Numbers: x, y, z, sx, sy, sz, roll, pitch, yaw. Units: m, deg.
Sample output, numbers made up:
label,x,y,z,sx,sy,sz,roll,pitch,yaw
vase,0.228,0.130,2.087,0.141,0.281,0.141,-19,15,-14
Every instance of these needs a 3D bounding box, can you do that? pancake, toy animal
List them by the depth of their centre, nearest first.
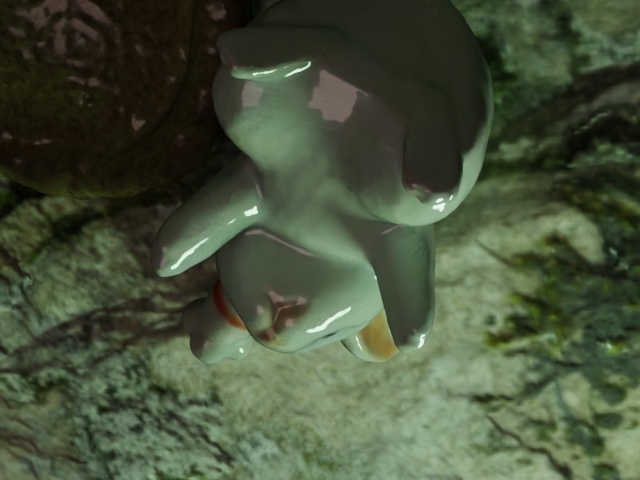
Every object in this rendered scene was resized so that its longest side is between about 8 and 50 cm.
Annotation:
label,x,y,z,sx,sy,sz,roll,pitch,yaw
toy animal,-0.002,0.003,0.816,0.140,0.138,0.282,24,129,4
pancake,-0.168,-0.152,0.863,0.286,0.033,0.288,16,126,15
